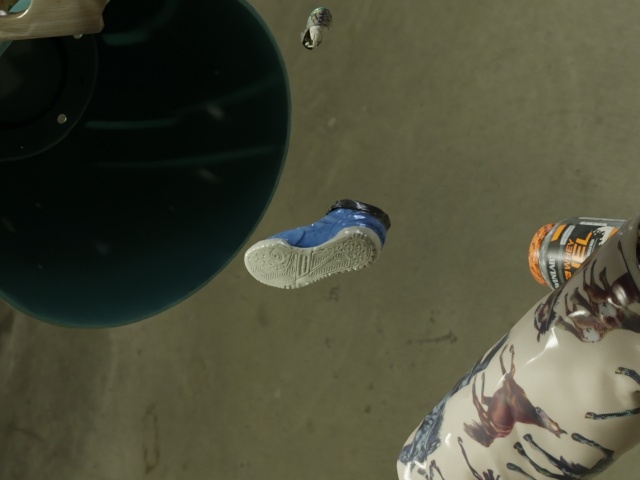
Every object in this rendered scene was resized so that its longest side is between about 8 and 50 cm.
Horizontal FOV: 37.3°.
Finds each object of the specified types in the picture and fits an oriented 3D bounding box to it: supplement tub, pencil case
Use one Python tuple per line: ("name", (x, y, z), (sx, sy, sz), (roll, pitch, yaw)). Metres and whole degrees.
("supplement tub", (0.382, 0.027, 1.281), (0.190, 0.117, 0.116), (6, 85, 56))
("pencil case", (0.241, 0.162, 0.925), (0.410, 0.184, 0.160), (-53, -1, 38))

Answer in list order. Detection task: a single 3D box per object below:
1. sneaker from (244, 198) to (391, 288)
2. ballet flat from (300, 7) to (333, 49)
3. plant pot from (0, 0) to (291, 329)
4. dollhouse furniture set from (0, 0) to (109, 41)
("sneaker", (0.000, 0.001, 0.979), (0.152, 0.058, 0.084), (-14, 22, 27))
("ballet flat", (-0.005, -0.327, 1.490), (0.114, 0.041, 0.041), (146, 131, -74))
("plant pot", (-0.210, -0.110, 0.795), (0.235, 0.293, 0.293), (33, 108, 40))
("dollhouse furniture set", (-0.151, -0.221, 0.519), (0.182, 0.101, 0.160), (-77, -19, -52))
